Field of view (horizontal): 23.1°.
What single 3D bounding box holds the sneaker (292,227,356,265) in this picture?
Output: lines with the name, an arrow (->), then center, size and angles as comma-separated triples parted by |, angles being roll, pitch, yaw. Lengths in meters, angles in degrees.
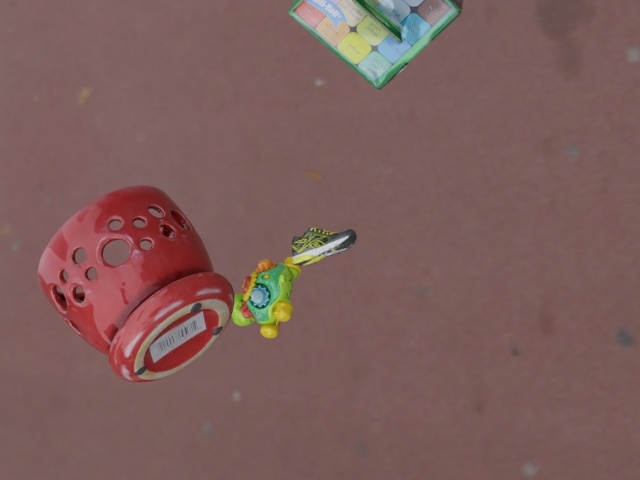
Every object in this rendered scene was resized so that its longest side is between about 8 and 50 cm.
sneaker -> 0.000, 0.000, 1.639 | 0.083, 0.031, 0.035 | -22, 75, 31

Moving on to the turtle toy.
turtle toy -> -0.076, 0.075, 2.048 | 0.130, 0.066, 0.095 | 128, 158, -51

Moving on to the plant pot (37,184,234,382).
plant pot -> -0.209, 0.060, 1.834 | 0.174, 0.191, 0.191 | 50, 132, 25

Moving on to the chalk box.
chalk box -> 0.061, -0.258, 1.630 | 0.132, 0.213, 0.132 | 41, 118, -14
